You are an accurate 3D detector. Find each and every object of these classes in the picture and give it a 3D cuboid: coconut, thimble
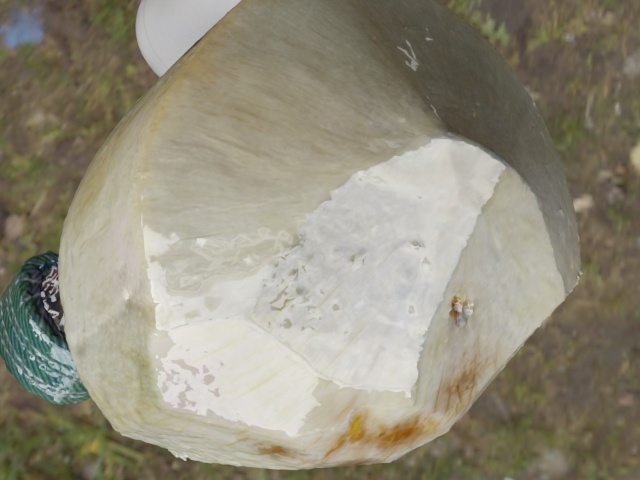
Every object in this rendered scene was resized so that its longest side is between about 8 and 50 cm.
[{"bbox_3d":[0.000,0.000,1.259,0.344,0.415,0.415,45,122,-12],"label":"coconut"},{"bbox_3d":[-0.250,0.084,1.617,0.135,0.118,0.090,54,129,15],"label":"thimble"}]

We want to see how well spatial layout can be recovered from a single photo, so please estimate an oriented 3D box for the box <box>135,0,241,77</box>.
[{"bbox_3d":[-0.027,-0.203,1.729,0.288,0.141,0.349,34,158,-17],"label":"box"}]
